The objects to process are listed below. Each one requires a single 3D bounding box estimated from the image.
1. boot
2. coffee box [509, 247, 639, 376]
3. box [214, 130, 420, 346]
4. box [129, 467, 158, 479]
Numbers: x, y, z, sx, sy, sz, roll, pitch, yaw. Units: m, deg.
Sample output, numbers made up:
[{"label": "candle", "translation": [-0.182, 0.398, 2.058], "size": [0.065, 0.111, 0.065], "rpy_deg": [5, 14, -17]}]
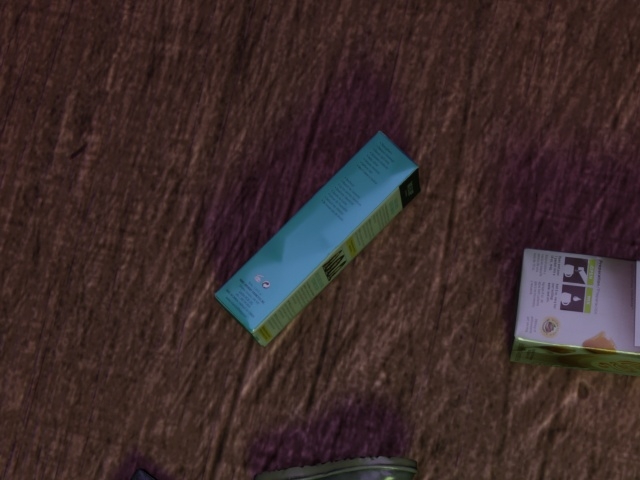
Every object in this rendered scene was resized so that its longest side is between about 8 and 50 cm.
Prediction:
[{"label": "boot", "translation": [0.020, 0.331, 1.603], "size": [0.189, 0.076, 0.208], "rpy_deg": [-13, 70, 16]}, {"label": "coffee box", "translation": [0.320, 0.080, 1.598], "size": [0.246, 0.141, 0.098], "rpy_deg": [6, 78, 7]}, {"label": "box", "translation": [0.000, 0.000, 1.662], "size": [0.060, 0.100, 0.244], "rpy_deg": [44, 84, 12]}, {"label": "box", "translation": [-0.190, 0.335, 1.643], "size": [0.116, 0.029, 0.162], "rpy_deg": [34, 84, 11]}]
